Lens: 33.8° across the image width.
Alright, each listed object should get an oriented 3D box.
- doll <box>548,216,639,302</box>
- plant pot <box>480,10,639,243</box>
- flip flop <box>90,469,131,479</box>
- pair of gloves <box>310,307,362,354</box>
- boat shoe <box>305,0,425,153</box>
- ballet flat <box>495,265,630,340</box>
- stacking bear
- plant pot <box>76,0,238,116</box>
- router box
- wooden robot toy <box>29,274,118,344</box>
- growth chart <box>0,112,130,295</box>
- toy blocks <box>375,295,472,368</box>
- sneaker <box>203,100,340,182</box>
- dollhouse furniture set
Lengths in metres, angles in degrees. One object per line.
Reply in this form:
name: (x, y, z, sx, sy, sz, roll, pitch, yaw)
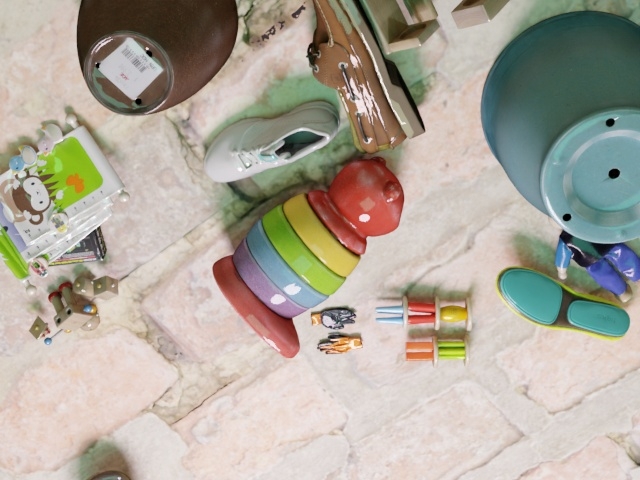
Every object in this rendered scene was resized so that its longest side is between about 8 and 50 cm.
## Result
doll: (0.406, 0.016, 1.569, 0.129, 0.046, 0.189, -41, 110, 20)
plant pot: (0.358, -0.130, 1.374, 0.272, 0.255, 0.271, 1, 119, 1)
flip flop: (-0.340, 0.486, 1.835, 0.112, 0.080, 0.277, -14, 132, 4)
pair of gloves: (0.025, 0.144, 1.671, 0.074, 0.010, 0.083, -9, 115, 8)
boat shoe: (0.031, -0.245, 1.403, 0.104, 0.110, 0.307, -25, 115, 13)
ballet flat: (0.358, 0.101, 1.601, 0.231, 0.077, 0.077, 19, 82, -12)
stacking bear: (0.000, 0.000, 1.519, 0.289, 0.175, 0.164, -41, 117, 11)
plant pot: (-0.222, -0.251, 1.340, 0.215, 0.230, 0.215, 1, 118, 1)
router box: (-0.392, -0.010, 1.583, 0.123, 0.038, 0.092, -6, 117, 5)
wooden robot toy: (-0.372, 0.107, 1.646, 0.173, 0.076, 0.079, -37, 146, 19)
growth chart: (-0.397, -0.056, 1.532, 0.237, 0.021, 0.172, -41, 95, 10)
toy blocks: (0.159, 0.143, 1.641, 0.148, 0.054, 0.123, 0, 118, 2)
sneaker: (-0.076, -0.130, 1.477, 0.212, 0.094, 0.080, -22, 116, 17)
dollhouse furniture set: (0.149, -0.337, 1.332, 0.151, 0.144, 0.123, -3, 125, 46)
